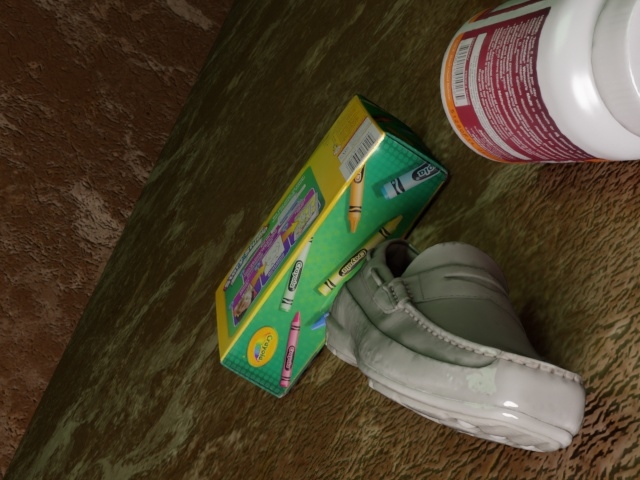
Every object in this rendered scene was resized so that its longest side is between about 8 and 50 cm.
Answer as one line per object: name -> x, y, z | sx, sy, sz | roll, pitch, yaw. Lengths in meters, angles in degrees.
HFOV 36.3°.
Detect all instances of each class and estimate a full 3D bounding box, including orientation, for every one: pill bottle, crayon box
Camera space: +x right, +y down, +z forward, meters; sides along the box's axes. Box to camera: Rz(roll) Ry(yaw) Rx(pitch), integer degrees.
pill bottle -> 0.177, -0.112, 0.644 | 0.121, 0.121, 0.221 | -60, 18, -6
crayon box -> 0.000, 0.000, 0.991 | 0.278, 0.081, 0.165 | -54, 18, 13

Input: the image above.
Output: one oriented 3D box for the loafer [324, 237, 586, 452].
loafer -> 0.080, 0.054, 0.647 | 0.112, 0.112, 0.319 | -67, 18, 0
